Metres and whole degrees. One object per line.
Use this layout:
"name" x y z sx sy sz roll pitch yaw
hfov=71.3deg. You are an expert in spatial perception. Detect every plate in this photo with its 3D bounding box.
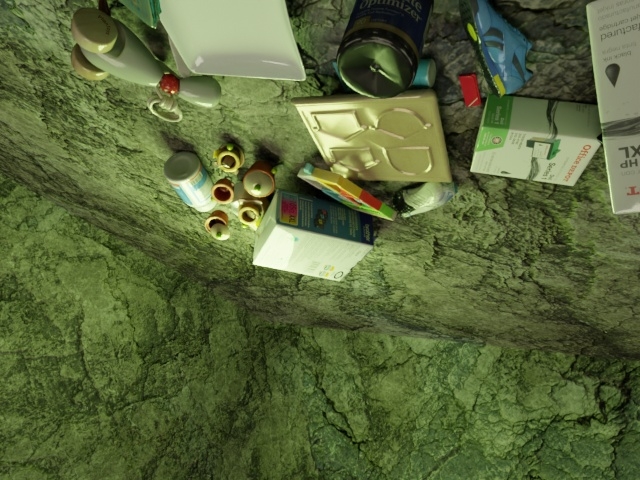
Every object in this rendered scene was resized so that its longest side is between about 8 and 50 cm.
"plate" -0.178 -0.425 0.847 0.277 0.045 0.277 9 159 15

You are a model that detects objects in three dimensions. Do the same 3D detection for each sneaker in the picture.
"sneaker" 0.285 -0.116 1.255 0.086 0.085 0.237 -1 173 -28
"sneaker" 0.305 -0.348 0.763 0.082 0.069 0.209 -31 127 17

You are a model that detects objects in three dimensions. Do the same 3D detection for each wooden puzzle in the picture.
"wooden puzzle" 0.138 -0.251 1.065 0.322 0.081 0.348 6 159 26

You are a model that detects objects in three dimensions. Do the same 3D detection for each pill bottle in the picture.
"pill bottle" 0.108 -0.342 0.695 0.122 0.219 0.123 14 157 6
"pill bottle" -0.230 -0.110 1.568 0.117 0.117 0.215 0 151 34
"pill bottle" -0.433 -0.191 1.523 0.124 0.124 0.221 12 156 13

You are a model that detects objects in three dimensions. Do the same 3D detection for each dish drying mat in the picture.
"dish drying mat" 0.305 -0.305 0.907 0.032 0.008 0.083 4 153 31

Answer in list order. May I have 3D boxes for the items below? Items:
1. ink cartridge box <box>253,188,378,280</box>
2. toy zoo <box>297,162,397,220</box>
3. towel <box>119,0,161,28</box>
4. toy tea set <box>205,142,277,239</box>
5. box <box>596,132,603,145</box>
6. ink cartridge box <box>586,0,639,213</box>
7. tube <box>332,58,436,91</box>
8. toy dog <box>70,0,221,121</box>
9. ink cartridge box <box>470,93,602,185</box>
"ink cartridge box" 0.000 0.000 1.496 0.395 0.151 0.270 14 145 -18
"toy zoo" 0.062 -0.143 1.280 0.293 0.030 0.192 27 177 -38
"towel" -0.394 -0.548 0.684 0.370 0.040 0.271 40 154 -1
"toy tea set" -0.260 -0.125 1.390 0.199 0.124 0.336 15 125 -9
"box" 0.611 -0.181 0.774 0.158 0.093 0.156 27 117 -24
"ink cartridge box" 0.519 -0.207 0.616 0.223 0.129 0.308 -5 106 40
"tube" 0.129 -0.339 0.913 0.207 0.052 0.080 10 149 31
"toy dog" -0.393 -0.424 1.007 0.220 0.161 0.333 -5 163 36
"ink cartridge box" 0.441 -0.206 0.925 0.219 0.093 0.160 11 156 15
